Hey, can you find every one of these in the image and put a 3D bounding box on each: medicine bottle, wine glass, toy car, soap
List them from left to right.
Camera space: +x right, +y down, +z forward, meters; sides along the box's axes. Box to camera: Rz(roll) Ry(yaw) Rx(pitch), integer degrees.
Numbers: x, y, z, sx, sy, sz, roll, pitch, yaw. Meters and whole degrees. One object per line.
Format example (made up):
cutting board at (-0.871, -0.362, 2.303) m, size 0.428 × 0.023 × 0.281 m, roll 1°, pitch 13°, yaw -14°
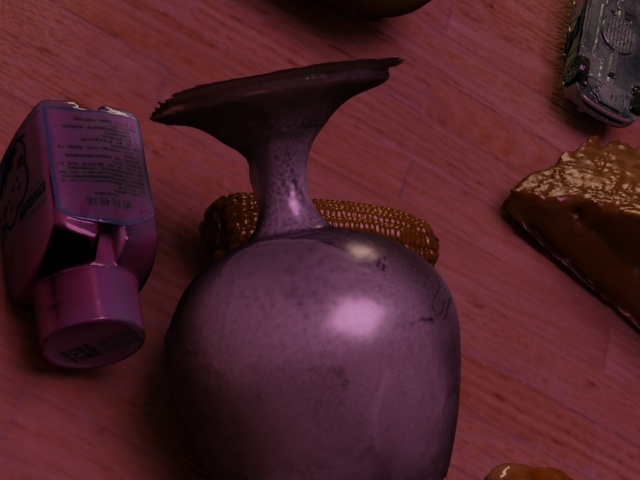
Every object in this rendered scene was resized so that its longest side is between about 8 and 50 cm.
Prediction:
medicine bottle at (-0.186, -0.002, 1.237) m, size 0.094 × 0.119 × 0.188 m, roll 6°, pitch 56°, yaw -30°
wine glass at (-0.011, 0.039, 1.204) m, size 0.238 × 0.238 × 0.323 m, roll -14°, pitch 92°, yaw -40°
toy car at (0.311, -0.214, 1.755) m, size 0.090 × 0.076 × 0.224 m, roll 27°, pitch 55°, yaw -17°
soap at (0.393, -0.032, 1.520) m, size 0.338 × 0.304 × 0.169 m, roll 40°, pitch 42°, yaw -3°

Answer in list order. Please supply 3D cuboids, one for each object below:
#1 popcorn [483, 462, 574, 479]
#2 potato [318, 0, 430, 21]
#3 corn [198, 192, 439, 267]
popcorn at (0.217, 0.290, 1.252) m, size 0.253 × 0.190 × 0.191 m, roll 32°, pitch 53°, yaw -16°
potato at (-0.002, -0.337, 1.561) m, size 0.307 × 0.210 × 0.173 m, roll 41°, pitch 86°, yaw -10°
corn at (0.000, 0.000, 1.392) m, size 0.231 × 0.080 × 0.080 m, roll 3°, pitch 58°, yaw -35°
